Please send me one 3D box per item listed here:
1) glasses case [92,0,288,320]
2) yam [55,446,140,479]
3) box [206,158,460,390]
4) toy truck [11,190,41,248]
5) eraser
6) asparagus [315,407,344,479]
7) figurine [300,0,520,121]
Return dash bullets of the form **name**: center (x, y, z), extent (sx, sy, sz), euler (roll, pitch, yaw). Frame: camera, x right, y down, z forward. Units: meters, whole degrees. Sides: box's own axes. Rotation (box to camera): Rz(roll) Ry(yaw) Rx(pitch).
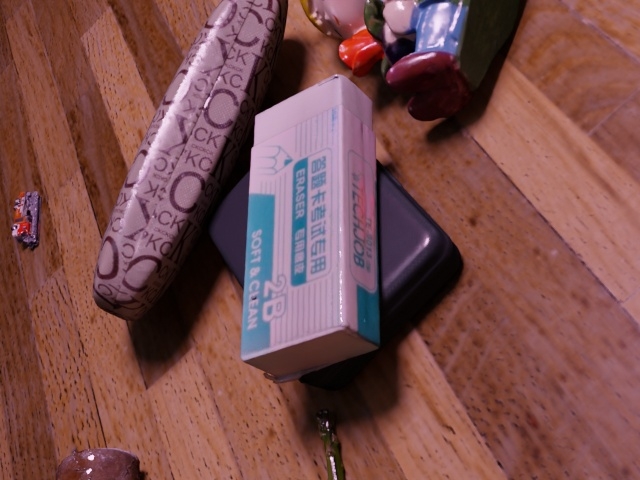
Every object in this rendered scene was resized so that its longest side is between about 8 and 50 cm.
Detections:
- **glasses case**: center (-0.119, -0.091, 0.866), extent (0.137, 0.085, 0.355), euler (132, 162, -76)
- **yam**: center (-0.186, 0.245, 0.750), extent (0.079, 0.079, 0.141), euler (-27, 47, 27)
- **box**: center (0.000, 0.000, 0.757), extent (0.160, 0.050, 0.230), euler (-47, 43, 8)
- **toy truck**: center (-0.357, -0.025, 1.119), extent (0.032, 0.024, 0.083), euler (-10, 49, 3)
- **eraser**: center (-0.008, -0.013, 0.696), extent (0.095, 0.052, 0.225), euler (-22, 51, 32)
- **asparagus**: center (0.010, 0.177, 0.659), extent (0.015, 0.018, 0.127), euler (108, 161, -46)
- **figurine**: center (0.050, -0.198, 0.799), extent (0.234, 0.127, 0.185), euler (11, 80, 35)
